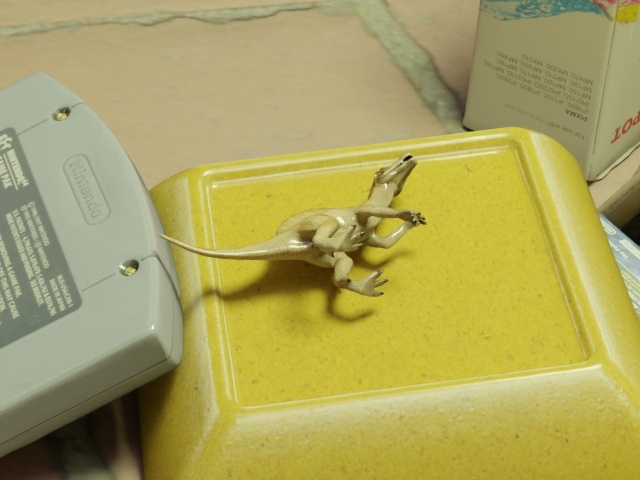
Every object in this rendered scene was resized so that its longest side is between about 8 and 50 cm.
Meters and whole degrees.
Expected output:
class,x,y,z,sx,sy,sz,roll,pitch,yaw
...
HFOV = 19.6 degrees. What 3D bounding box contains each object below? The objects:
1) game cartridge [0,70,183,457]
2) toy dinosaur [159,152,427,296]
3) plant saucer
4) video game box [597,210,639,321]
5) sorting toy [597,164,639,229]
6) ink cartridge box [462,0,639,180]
class,x,y,z,sx,sy,sz,roll,pitch,yaw
game cartridge,-0.200,0.013,1.199,0.198,0.062,0.297,-24,43,-5
toy dinosaur,0.000,0.000,1.148,0.183,0.053,0.093,-22,29,-29
plant saucer,0.042,0.041,1.184,0.333,0.081,0.333,-8,42,-4
video game box,0.161,0.057,1.268,0.187,0.048,0.205,-20,44,-27
sorting toy,0.335,-0.126,1.358,0.041,0.307,0.229,45,42,1
ink cartridge box,0.235,-0.234,1.454,0.131,0.306,0.226,28,41,26
